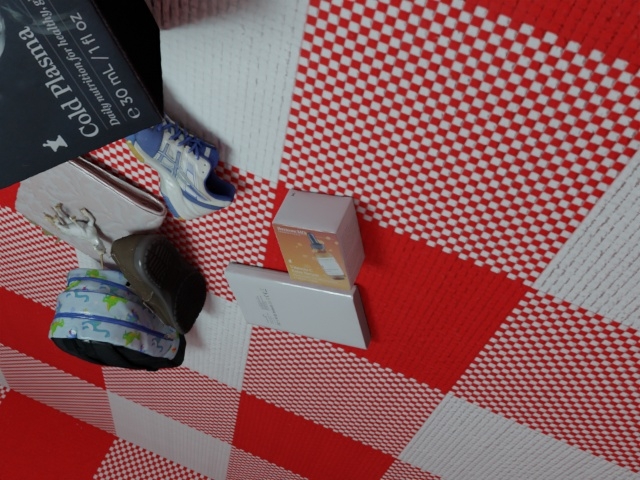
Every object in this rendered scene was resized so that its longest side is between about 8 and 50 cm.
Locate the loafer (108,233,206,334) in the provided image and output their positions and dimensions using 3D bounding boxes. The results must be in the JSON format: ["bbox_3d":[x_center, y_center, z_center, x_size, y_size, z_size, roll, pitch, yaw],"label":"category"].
[{"bbox_3d":[-0.368,0.088,1.651,0.130,0.134,0.366,17,149,21],"label":"loafer"}]

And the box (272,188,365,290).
[{"bbox_3d":[0.000,0.000,1.349,0.130,0.091,0.170,9,142,22],"label":"box"}]

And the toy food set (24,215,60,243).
[{"bbox_3d":[-0.682,-0.048,1.772,0.122,0.019,0.078,46,141,-14],"label":"toy food set"}]

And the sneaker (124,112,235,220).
[{"bbox_3d":[-0.252,-0.168,1.301,0.130,0.112,0.296,-11,135,17],"label":"sneaker"}]

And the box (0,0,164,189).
[{"bbox_3d":[-0.518,-0.315,0.912,0.471,0.297,0.480,-21,132,5],"label":"box"}]

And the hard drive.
[{"bbox_3d":[-0.049,0.147,1.612,0.307,0.040,0.203,9,142,22],"label":"hard drive"}]

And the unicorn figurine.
[{"bbox_3d":[-0.534,-0.022,1.597,0.161,0.060,0.111,25,148,30],"label":"unicorn figurine"}]

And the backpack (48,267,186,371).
[{"bbox_3d":[-0.516,0.205,1.784,0.290,0.274,0.355,9,179,14],"label":"backpack"}]

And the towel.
[{"bbox_3d":[-0.522,-0.073,1.611,0.317,0.053,0.332,34,144,-10],"label":"towel"}]
